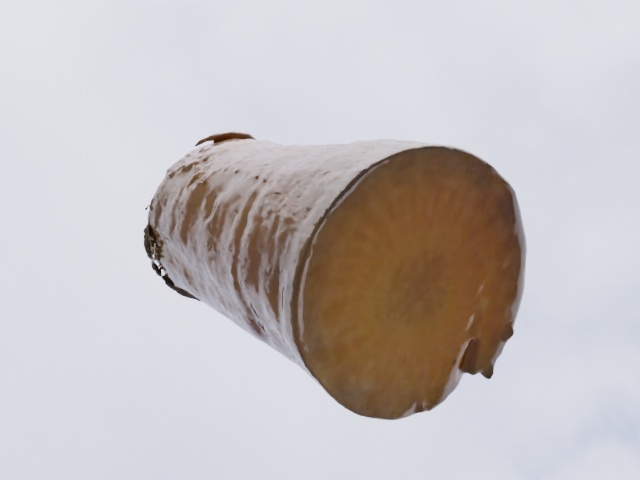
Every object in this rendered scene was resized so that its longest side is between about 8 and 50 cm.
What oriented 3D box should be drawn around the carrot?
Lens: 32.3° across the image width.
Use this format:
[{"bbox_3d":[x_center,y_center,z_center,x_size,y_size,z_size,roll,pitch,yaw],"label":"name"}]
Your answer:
[{"bbox_3d":[0.000,0.000,0.813,0.254,0.196,0.196,25,-59,52],"label":"carrot"}]
